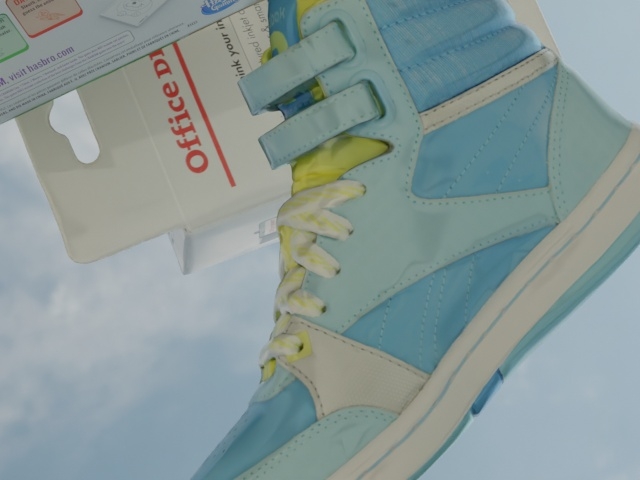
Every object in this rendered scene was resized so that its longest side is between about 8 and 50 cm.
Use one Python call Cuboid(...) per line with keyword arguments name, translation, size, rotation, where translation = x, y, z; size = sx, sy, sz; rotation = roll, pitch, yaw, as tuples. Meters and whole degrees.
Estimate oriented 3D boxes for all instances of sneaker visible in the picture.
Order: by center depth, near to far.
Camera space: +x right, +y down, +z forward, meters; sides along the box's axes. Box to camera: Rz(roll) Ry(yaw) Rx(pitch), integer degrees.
Cuboid(name="sneaker", translation=(0.000, 0.000, 0.803), size=(0.319, 0.127, 0.208), rotation=(-44, -82, -20))

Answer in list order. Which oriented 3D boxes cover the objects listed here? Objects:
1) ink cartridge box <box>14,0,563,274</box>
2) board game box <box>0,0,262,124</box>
Cuboid(name="ink cartridge box", translation=(-0.034, -0.114, 1.170), size=(0.353, 0.119, 0.207), rotation=(-20, -102, -11))
Cuboid(name="board game box", translation=(-0.185, -0.193, 0.909), size=(0.242, 0.316, 0.064), rotation=(-25, -123, 2))
